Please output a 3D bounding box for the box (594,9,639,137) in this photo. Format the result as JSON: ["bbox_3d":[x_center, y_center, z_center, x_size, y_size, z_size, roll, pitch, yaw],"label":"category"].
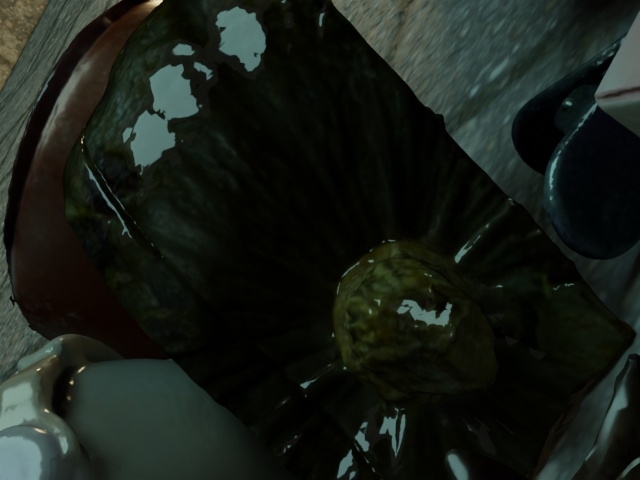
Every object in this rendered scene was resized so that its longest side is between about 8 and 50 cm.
[{"bbox_3d":[0.136,-0.036,0.385,0.089,0.125,0.043,-59,15,-11],"label":"box"}]

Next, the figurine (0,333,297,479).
[{"bbox_3d":[-0.070,0.132,0.614,0.141,0.162,0.236,-24,43,17],"label":"figurine"}]

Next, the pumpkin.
[{"bbox_3d":[-0.008,-0.009,0.615,0.131,0.126,0.248,-43,46,2],"label":"pumpkin"}]

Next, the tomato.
[{"bbox_3d":[-0.053,-0.015,0.863,0.228,0.112,0.199,-8,-61,-61],"label":"tomato"}]

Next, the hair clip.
[{"bbox_3d":[0.172,-0.109,0.578,0.275,0.048,0.083,-47,16,16],"label":"hair clip"}]

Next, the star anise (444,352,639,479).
[{"bbox_3d":[0.066,0.130,0.350,0.220,0.099,0.214,-23,51,54],"label":"star anise"}]
